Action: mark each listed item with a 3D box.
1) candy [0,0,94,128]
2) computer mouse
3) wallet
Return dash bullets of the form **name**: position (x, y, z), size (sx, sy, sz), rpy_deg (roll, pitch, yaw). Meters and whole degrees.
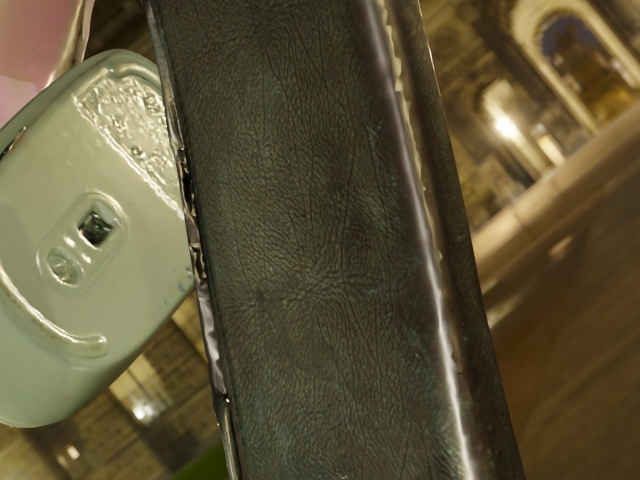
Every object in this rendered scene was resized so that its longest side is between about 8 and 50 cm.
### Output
- **candy**: position (-0.285, -0.166, 1.223), size (0.116, 0.155, 0.265), rpy_deg (138, 142, -74)
- **computer mouse**: position (-0.157, -0.002, 0.893), size (0.097, 0.159, 0.288), rpy_deg (-35, 17, 38)
- **wallet**: position (0.000, 0.000, 0.583), size (0.045, 0.318, 0.172), rpy_deg (-9, -6, -39)
